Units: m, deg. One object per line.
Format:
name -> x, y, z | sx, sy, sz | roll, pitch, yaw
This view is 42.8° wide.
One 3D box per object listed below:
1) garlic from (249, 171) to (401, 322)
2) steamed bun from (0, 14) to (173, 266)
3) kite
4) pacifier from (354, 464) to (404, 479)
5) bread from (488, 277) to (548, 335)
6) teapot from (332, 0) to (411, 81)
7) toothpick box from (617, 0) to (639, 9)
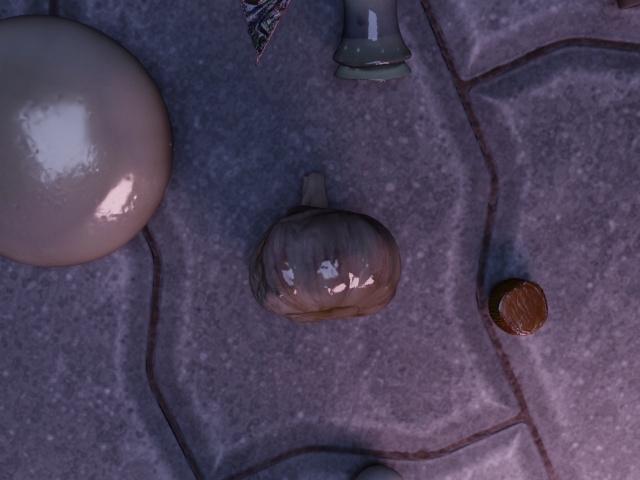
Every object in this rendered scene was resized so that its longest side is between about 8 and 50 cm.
garlic -> 0.000, 0.000, 1.103 | 0.218, 0.218, 0.212 | -7, 71, -1
steamed bun -> -0.349, -0.124, 1.048 | 0.324, 0.206, 0.324 | 0, 98, -2
kite -> -0.089, -0.363, 1.113 | 0.189, 0.009, 0.232 | -18, 100, 1
pacifier -> 0.065, 0.444, 1.184 | 0.299, 0.244, 0.233 | 22, 67, -10
bread -> 0.285, 0.095, 1.180 | 0.085, 0.053, 0.085 | -1, 92, -12
teapot -> 0.064, -0.339, 1.051 | 0.183, 0.183, 0.251 | -5, 112, -1
toothpick box -> 0.429, -0.405, 1.072 | 0.111, 0.111, 0.181 | -16, 98, 1
